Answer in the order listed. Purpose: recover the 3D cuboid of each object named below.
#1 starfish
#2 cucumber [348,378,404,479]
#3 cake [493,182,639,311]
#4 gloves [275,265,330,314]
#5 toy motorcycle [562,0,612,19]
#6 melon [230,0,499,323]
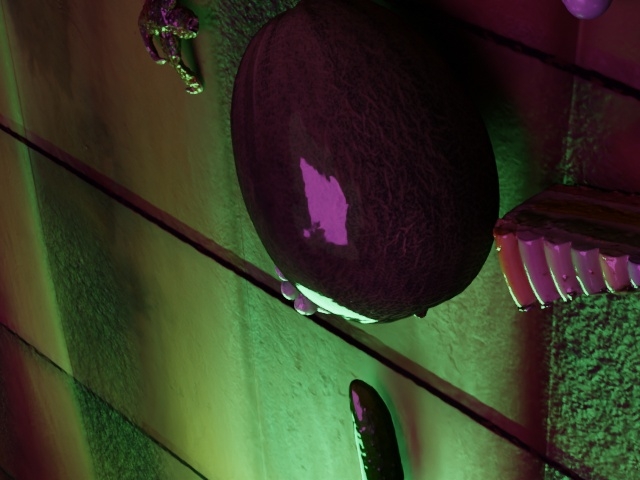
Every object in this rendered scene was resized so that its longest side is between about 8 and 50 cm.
[{"bbox_3d":[-0.178,-0.269,1.639,0.150,0.053,0.210,30,144,54],"label":"starfish"},{"bbox_3d":[0.077,0.283,1.745,0.056,0.056,0.250,18,130,44],"label":"cucumber"},{"bbox_3d":[0.254,-0.005,1.228,0.225,0.109,0.090,-12,107,55],"label":"cake"},{"bbox_3d":[0.004,-0.005,1.563,0.119,0.097,0.229,38,138,34],"label":"gloves"},{"bbox_3d":[0.205,-0.258,1.092,0.260,0.110,0.171,18,135,46],"label":"toy motorcycle"},{"bbox_3d":[0.040,-0.077,1.326,0.248,0.248,0.329,-15,101,55],"label":"melon"}]
